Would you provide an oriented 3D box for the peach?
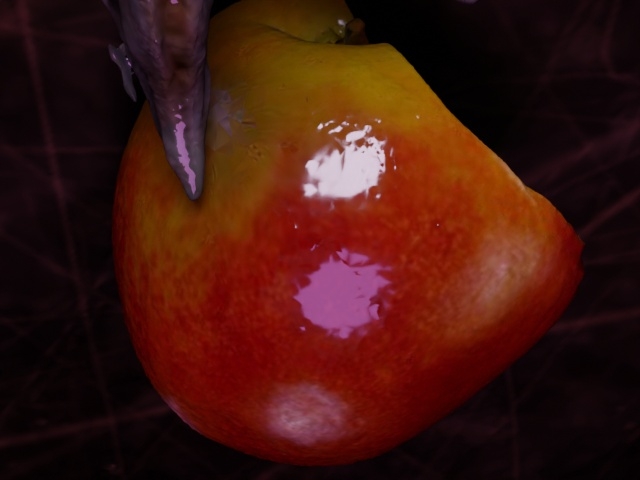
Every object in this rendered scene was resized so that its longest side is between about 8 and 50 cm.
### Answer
[{"bbox_3d":[-0.006,0.002,0.506,0.118,0.151,0.151,-51,137,-18],"label":"peach"}]

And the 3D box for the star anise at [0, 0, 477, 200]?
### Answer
[{"bbox_3d":[-0.051,-0.102,0.403,0.205,0.061,0.180,13,112,-18],"label":"star anise"}]
